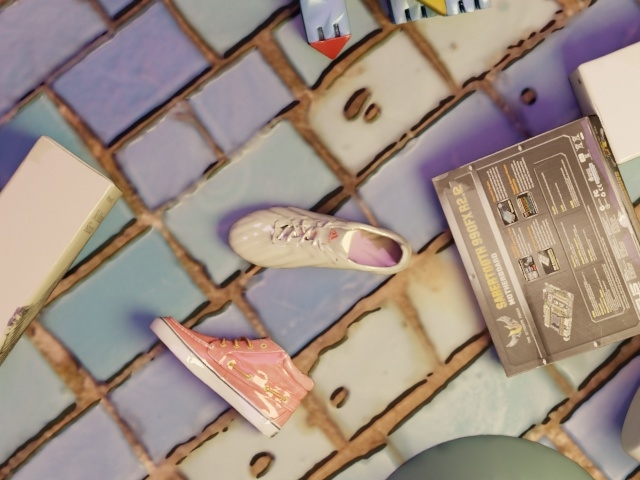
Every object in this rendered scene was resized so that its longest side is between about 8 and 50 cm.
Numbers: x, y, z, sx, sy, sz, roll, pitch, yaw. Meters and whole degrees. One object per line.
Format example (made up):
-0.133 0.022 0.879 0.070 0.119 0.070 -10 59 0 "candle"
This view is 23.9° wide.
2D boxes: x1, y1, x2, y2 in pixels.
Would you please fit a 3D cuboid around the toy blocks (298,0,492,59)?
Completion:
0.105 -0.344 1.592 0.381 0.191 0.261 -13 99 -2 "toy blocks"

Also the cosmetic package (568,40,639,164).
0.394 -0.171 1.621 0.231 0.085 0.117 -20 88 -1 "cosmetic package"

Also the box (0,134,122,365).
-0.323 0.031 1.571 0.094 0.113 0.275 35 87 0 "box"

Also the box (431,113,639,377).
0.242 0.007 1.582 0.183 0.056 0.231 -22 87 24 "box"

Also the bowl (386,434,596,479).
0.186 0.358 1.543 0.311 0.163 0.311 0 86 -3 "bowl"

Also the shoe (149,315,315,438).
-0.091 0.122 1.599 0.178 0.063 0.081 42 85 -4 "shoe"

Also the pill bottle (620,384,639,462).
0.519 0.237 1.530 0.392 0.224 0.224 32 86 0 "pill bottle"

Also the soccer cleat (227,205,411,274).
0.000 0.000 1.599 0.196 0.076 0.068 7 86 -1 "soccer cleat"
